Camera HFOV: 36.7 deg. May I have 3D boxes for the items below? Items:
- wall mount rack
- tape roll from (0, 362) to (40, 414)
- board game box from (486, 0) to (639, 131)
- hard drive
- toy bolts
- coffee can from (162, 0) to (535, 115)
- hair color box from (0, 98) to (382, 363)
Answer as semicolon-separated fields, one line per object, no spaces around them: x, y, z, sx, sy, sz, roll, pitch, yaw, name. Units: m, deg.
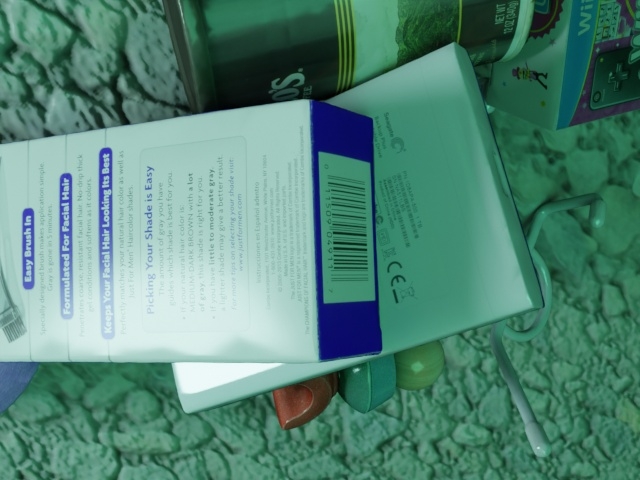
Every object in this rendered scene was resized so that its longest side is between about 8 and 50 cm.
0.154;0.024;0.942;0.350;0.130;0.304;39;60;-29;wall mount rack
-0.398;0.061;0.903;0.275;0.090;0.274;-6;119;-11;tape roll
0.305;-0.241;0.886;0.303;0.097;0.224;-15;121;-27;board game box
0.000;0.000;0.788;0.319;0.210;0.040;-21;165;27;hard drive
0.026;0.047;0.913;0.159;0.228;0.218;-5;139;-12;toy bolts
0.010;-0.219;0.800;0.276;0.201;0.201;-14;120;-8;coffee can
-0.124;0.004;0.773;0.339;0.110;0.185;-3;86;28;hair color box
